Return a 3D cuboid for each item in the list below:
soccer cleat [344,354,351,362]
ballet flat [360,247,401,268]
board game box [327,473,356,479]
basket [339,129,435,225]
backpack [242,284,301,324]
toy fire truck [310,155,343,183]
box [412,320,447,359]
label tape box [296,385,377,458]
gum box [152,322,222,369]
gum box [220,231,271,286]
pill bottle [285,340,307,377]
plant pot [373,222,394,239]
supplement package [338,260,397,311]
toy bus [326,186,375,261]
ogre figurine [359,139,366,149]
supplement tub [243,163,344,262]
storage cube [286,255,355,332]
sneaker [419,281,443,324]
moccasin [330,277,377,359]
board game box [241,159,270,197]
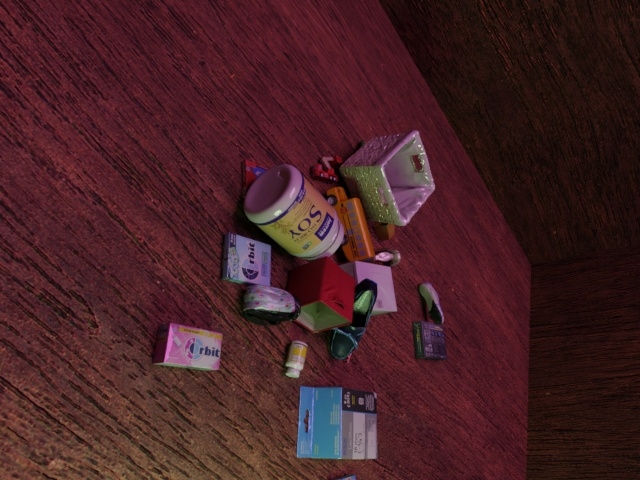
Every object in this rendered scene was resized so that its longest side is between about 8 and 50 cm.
[{"bbox_3d":[0.116,0.461,1.836,0.036,0.029,0.083,30,50,-35],"label":"soccer cleat"},{"bbox_3d":[0.301,0.084,2.126,0.343,0.124,0.116,2,75,-50],"label":"ballet flat"},{"bbox_3d":[0.079,0.952,1.596,0.136,0.035,0.201,17,63,-46],"label":"board game box"},{"bbox_3d":[0.313,-0.287,2.090,0.331,0.267,0.328,-46,124,-33],"label":"basket"},{"bbox_3d":[-0.174,0.215,1.509,0.182,0.152,0.115,16,58,-32],"label":"backpack"},{"bbox_3d":[0.028,-0.327,2.021,0.192,0.047,0.135,9,69,-47],"label":"toy fire truck"},{"bbox_3d":[0.568,0.521,2.329,0.233,0.059,0.183,19,62,-44],"label":"box"},{"bbox_3d":[0.072,0.667,1.642,0.334,0.106,0.240,26,57,-43],"label":"label tape box"},{"bbox_3d":[-0.370,0.308,1.285,0.189,0.062,0.107,25,58,-43],"label":"gum box"},{"bbox_3d":[-0.251,0.071,1.537,0.185,0.041,0.156,20,61,-44],"label":"gum box"},{"bbox_3d":[-0.087,0.417,1.580,0.065,0.065,0.116,39,50,-35],"label":"pill bottle"},{"bbox_3d":[0.323,-0.047,2.244,0.081,0.081,0.083,-34,113,-51],"label":"plant pot"},{"bbox_3d":[0.185,0.212,1.920,0.262,0.145,0.203,12,67,-47],"label":"supplement package"},{"bbox_3d":[0.127,-0.073,1.952,0.108,0.130,0.332,-4,78,-73],"label":"toy bus"},{"bbox_3d":[0.247,-0.414,2.288,0.118,0.097,0.196,-40,124,-68],"label":"ogre figurine"},{"bbox_3d":[-0.087,-0.088,1.622,0.331,0.241,0.240,43,47,-39],"label":"supplement tub"},{"bbox_3d":[0.001,0.202,1.657,0.184,0.215,0.193,39,43,-34],"label":"storage cube"},{"bbox_3d":[0.606,0.331,2.397,0.086,0.085,0.237,-4,64,-33],"label":"sneaker"},{"bbox_3d":[0.113,0.305,1.708,0.117,0.138,0.341,-57,165,-77],"label":"moccasin"},{"bbox_3d":[-0.185,-0.202,1.734,0.282,0.027,0.144,14,67,-47],"label":"board game box"}]
